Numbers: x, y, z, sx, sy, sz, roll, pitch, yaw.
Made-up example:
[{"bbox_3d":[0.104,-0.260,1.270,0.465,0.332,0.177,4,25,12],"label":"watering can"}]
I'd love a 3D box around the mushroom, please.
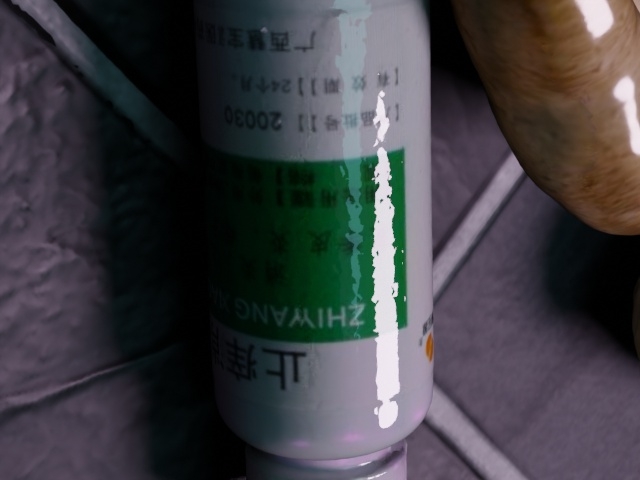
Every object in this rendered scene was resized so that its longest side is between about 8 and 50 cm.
[{"bbox_3d":[0.132,-0.133,0.713,0.278,0.146,0.278,-28,124,-51],"label":"mushroom"}]

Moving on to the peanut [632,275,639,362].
[{"bbox_3d":[0.273,0.048,0.907,0.290,0.130,0.130,1,103,-40],"label":"peanut"}]

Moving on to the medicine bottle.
[{"bbox_3d":[0.000,0.000,0.694,0.095,0.095,0.260,-17,113,-34],"label":"medicine bottle"}]
